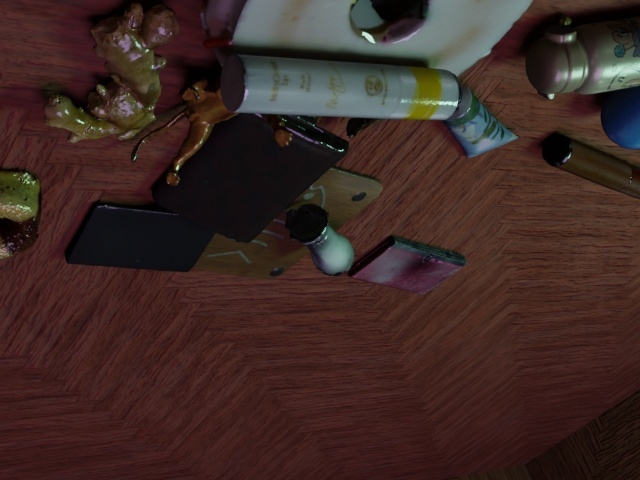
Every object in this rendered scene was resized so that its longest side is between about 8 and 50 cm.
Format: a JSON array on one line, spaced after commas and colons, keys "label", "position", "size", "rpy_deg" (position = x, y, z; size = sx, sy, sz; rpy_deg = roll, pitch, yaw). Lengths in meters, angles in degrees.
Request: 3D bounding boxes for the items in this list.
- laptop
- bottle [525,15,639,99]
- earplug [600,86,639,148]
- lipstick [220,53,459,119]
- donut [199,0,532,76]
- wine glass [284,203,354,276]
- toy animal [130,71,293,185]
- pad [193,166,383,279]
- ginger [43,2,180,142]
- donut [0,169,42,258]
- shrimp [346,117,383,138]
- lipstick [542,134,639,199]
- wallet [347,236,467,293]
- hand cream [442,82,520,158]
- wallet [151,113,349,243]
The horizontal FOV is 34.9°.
[{"label": "laptop", "position": [-0.251, -0.003, 1.452], "size": [0.197, 0.016, 0.135], "rpy_deg": [7, 140, -34]}, {"label": "bottle", "position": [0.384, -0.258, 1.400], "size": [0.209, 0.097, 0.110], "rpy_deg": [-11, 119, -20]}, {"label": "earplug", "position": [0.527, -0.237, 1.517], "size": [0.132, 0.132, 0.273], "rpy_deg": [-2, 150, -35]}, {"label": "lipstick", "position": [0.024, -0.155, 1.046], "size": [0.264, 0.059, 0.059], "rpy_deg": [-2, 147, -32]}, {"label": "donut", "position": [0.051, -0.283, 1.047], "size": [0.383, 0.142, 0.382], "rpy_deg": [-17, 152, -9]}, {"label": "wine glass", "position": [0.000, 0.000, 1.579], "size": [0.072, 0.072, 0.155], "rpy_deg": [-26, 153, 7]}, {"label": "toy animal", "position": [-0.133, -0.158, 1.217], "size": [0.255, 0.116, 0.114], "rpy_deg": [-16, 124, 24]}, {"label": "pad", "position": [-0.076, -0.030, 1.558], "size": [0.284, 0.018, 0.286], "rpy_deg": [-39, 150, 29]}, {"label": "ginger", "position": [-0.223, -0.180, 1.138], "size": [0.193, 0.052, 0.176], "rpy_deg": [-23, 155, 8]}, {"label": "donut", "position": [-0.406, -0.030, 1.267], "size": [0.140, 0.059, 0.140], "rpy_deg": [-15, 150, -9]}, {"label": "shrimp", "position": [0.082, -0.215, 1.290], "size": [0.145, 0.059, 0.254], "rpy_deg": [11, 138, -43]}, {"label": "lipstick", "position": [0.495, -0.122, 1.770], "size": [0.357, 0.057, 0.057], "rpy_deg": [11, 139, -47]}, {"label": "wallet", "position": [0.161, 0.049, 1.867], "size": [0.119, 0.025, 0.232], "rpy_deg": [-38, 148, 29]}, {"label": "hand cream", "position": [0.223, -0.174, 1.490], "size": [0.088, 0.055, 0.256], "rpy_deg": [-26, 160, 16]}, {"label": "wallet", "position": [-0.098, -0.092, 1.366], "size": [0.182, 0.049, 0.229], "rpy_deg": [22, 131, -33]}]
